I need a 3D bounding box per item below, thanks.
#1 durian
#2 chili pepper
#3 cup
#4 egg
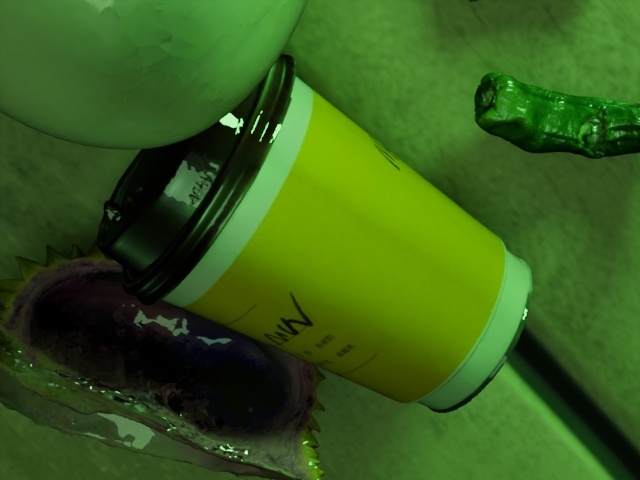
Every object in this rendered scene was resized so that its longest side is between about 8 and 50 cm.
[{"bbox_3d":[-0.139,0.103,0.935,0.260,0.153,0.186,33,131,-16],"label":"durian"},{"bbox_3d":[0.198,-0.080,0.878,0.182,0.073,0.050,8,88,5],"label":"chili pepper"},{"bbox_3d":[0.000,0.000,0.864,0.280,0.196,0.196,30,109,-16],"label":"cup"},{"bbox_3d":[-0.129,-0.212,0.710,0.283,0.345,0.283,-8,153,-4],"label":"egg"}]
